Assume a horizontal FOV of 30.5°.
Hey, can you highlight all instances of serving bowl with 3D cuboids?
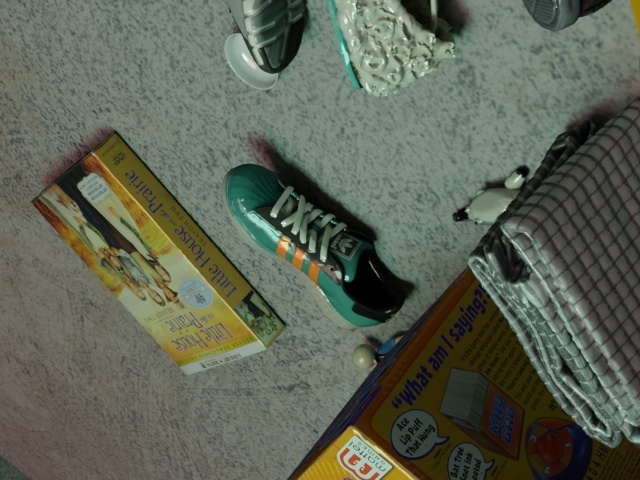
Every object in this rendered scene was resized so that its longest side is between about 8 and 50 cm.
[{"bbox_3d":[-0.080,-0.231,1.474,0.083,0.027,0.083,27,144,22],"label":"serving bowl"}]

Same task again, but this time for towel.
[{"bbox_3d":[0.295,0.036,1.204,0.284,0.235,0.121,53,152,-16],"label":"towel"}]

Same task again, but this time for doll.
[{"bbox_3d":[0.132,0.188,1.721,0.189,0.046,0.129,16,137,30],"label":"doll"}]

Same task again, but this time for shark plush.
[{"bbox_3d":[0.211,-0.024,1.389,0.067,0.073,0.161,24,152,-30],"label":"shark plush"}]

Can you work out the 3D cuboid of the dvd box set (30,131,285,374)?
[{"bbox_3d":[-0.280,0.037,1.965,0.420,0.062,0.307,50,147,-12],"label":"dvd box set"}]

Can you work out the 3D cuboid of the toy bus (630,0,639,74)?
[{"bbox_3d":[0.305,-0.260,0.941,0.108,0.130,0.333,6,133,42],"label":"toy bus"}]

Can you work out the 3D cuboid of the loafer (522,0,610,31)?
[{"bbox_3d":[0.210,-0.334,1.017,0.109,0.095,0.302,50,160,53],"label":"loafer"}]

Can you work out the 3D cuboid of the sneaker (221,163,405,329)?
[{"bbox_3d":[0.000,0.000,1.596,0.302,0.108,0.121,45,148,-19],"label":"sneaker"}]

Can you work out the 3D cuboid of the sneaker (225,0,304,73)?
[{"bbox_3d":[-0.099,-0.310,1.366,0.132,0.086,0.229,19,131,40],"label":"sneaker"}]

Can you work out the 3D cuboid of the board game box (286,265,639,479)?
[{"bbox_3d":[0.185,0.308,1.471,0.356,0.356,0.356,40,138,4],"label":"board game box"}]

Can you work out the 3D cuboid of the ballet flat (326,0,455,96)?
[{"bbox_3d":[0.038,-0.333,1.172,0.147,0.147,0.409,10,138,40],"label":"ballet flat"}]
